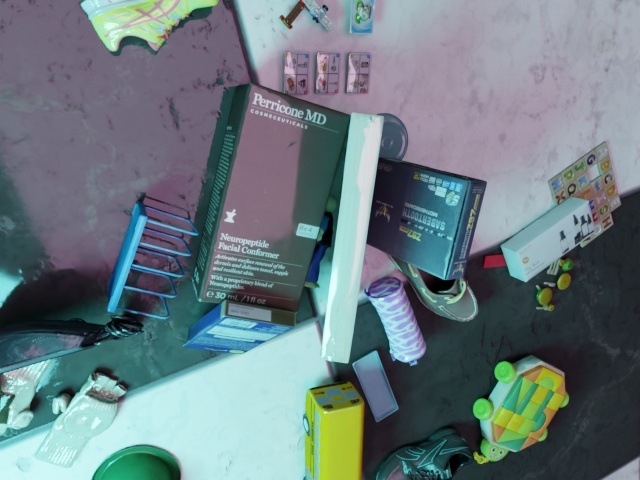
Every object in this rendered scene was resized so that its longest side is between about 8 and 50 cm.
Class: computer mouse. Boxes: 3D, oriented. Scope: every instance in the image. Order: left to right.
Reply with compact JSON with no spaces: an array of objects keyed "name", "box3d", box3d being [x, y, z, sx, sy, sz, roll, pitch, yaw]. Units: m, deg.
[{"name":"computer mouse","box3d":[-0.436,0.156,0.752,0.272,0.188,0.072,-14,85,-23]}]

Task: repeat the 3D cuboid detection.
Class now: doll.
[{"name":"doll","box3d":[0.000,0.000,0.922,0.046,0.129,0.189,14,87,11]}]

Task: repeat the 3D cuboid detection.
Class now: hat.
[{"name":"hat","box3d":[-0.348,0.540,0.898,0.173,0.183,0.208,-45,115,-4]}]

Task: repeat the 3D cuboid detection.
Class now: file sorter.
[{"name":"file sorter","box3d":[-0.296,0.035,0.814,0.104,0.118,0.170,17,98,-28]}]

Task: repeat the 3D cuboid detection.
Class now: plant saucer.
[{"name":"plant saucer","box3d":[0.133,0.353,1.123,0.067,0.018,0.192,-27,112,-12]},{"name":"plant saucer","box3d":[0.136,-0.204,0.963,0.119,0.021,0.119,-6,107,-19]}]

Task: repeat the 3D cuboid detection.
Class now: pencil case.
[{"name":"pencil case","box3d":[0.174,0.183,1.058,0.088,0.086,0.206,-17,112,14]}]

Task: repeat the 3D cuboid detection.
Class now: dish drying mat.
[{"name":"dish drying mat","box3d":[0.444,0.051,1.162,0.083,0.008,0.032,-4,107,-21]}]

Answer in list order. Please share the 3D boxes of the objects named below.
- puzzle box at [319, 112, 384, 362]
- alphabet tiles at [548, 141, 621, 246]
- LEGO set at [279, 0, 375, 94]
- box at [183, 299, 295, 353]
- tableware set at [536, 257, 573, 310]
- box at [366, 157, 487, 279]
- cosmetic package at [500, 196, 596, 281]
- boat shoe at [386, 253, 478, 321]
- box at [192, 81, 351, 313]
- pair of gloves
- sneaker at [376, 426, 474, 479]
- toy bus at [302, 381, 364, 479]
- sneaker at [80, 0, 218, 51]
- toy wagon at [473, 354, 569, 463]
[{"name":"puzzle box","box3d":[0.056,-0.021,0.847,0.052,0.272,0.408,8,104,3]},{"name":"alphabet tiles","box3d":[0.704,-0.107,1.217,0.198,0.009,0.237,-34,113,-9]},{"name":"LEGO set","box3d":[0.010,-0.400,0.857,0.183,0.060,0.244,-9,117,-22]},{"name":"box","box3d":[-0.162,0.170,0.876,0.136,0.225,0.036,15,57,-29]},{"name":"tableware set","box3d":[0.629,0.117,1.246,0.104,0.024,0.154,8,101,-26]},{"name":"box","box3d":[0.188,-0.050,0.891,0.059,0.233,0.183,-5,112,-37]},{"name":"cosmetic package","box3d":[0.574,-0.005,1.158,0.239,0.060,0.099,-33,113,-9]},{"name":"boat shoe","box3d":[0.272,0.090,1.057,0.116,0.097,0.324,-46,115,-5]},{"name":"box","box3d":[-0.097,-0.071,0.849,0.191,0.143,0.381,11,99,-23]},{"name":"pair of gloves","box3d":[-0.505,0.308,0.851,0.240,0.042,0.204,42,87,-26]},{"name":"sneaker","box3d":[0.269,0.581,1.192,0.267,0.106,0.101,-26,114,-11]},{"name":"toy bus","box3d":[0.029,0.491,1.058,0.108,0.130,0.332,-5,106,-20]},{"name":"sneaker","box3d":[-0.260,-0.359,0.742,0.209,0.081,0.094,-16,117,-9]},{"name":"toy wagon","box3d":[0.549,0.492,1.294,0.267,0.068,0.344,27,94,-25]}]
